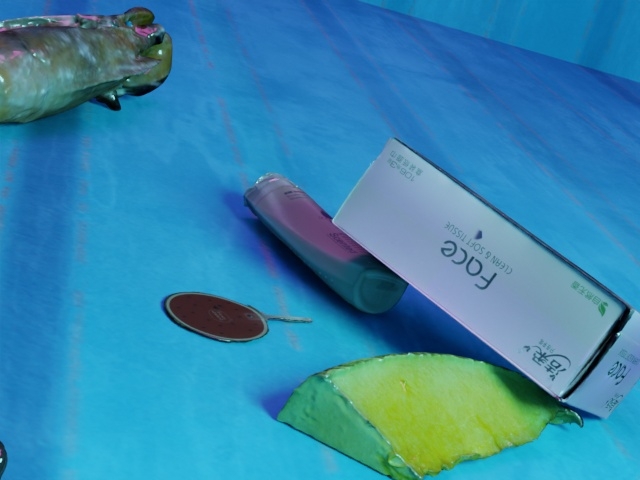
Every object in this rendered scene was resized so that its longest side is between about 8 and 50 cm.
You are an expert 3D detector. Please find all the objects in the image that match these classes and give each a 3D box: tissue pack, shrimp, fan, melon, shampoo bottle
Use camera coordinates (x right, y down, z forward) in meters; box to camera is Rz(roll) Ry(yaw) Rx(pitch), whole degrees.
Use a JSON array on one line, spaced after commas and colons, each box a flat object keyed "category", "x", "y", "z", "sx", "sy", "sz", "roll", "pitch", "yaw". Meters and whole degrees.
[{"category": "tissue pack", "x": 0.147, "y": 0.033, "z": 1.020, "sx": 0.246, "sy": 0.092, "sz": 0.148, "roll": 38, "pitch": 6, "yaw": 29}, {"category": "shrimp", "x": -0.319, "y": -0.190, "z": 1.340, "sx": 0.221, "sy": 0.110, "sz": 0.445, "roll": 20, "pitch": 20, "yaw": 32}, {"category": "fan", "x": -0.061, "y": 0.060, "z": 0.991, "sx": 0.133, "sy": 0.005, "sz": 0.085, "roll": 5, "pitch": 22, "yaw": -34}, {"category": "melon", "x": 0.099, "y": 0.123, "z": 0.899, "sx": 0.261, "sy": 0.053, "sz": 0.114, "roll": 3, "pitch": 31, "yaw": -39}, {"category": "shampoo bottle", "x": 0.000, "y": 0.000, "z": 1.150, "sx": 0.072, "sy": 0.049, "sz": 0.212, "roll": 11, "pitch": 19, "yaw": -37}]

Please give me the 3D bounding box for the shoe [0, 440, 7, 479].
[{"category": "shoe", "x": -0.218, "y": 0.125, "z": 0.486, "sx": 0.227, "sy": 0.112, "sz": 0.099, "roll": 2, "pitch": 26, "yaw": -45}]
